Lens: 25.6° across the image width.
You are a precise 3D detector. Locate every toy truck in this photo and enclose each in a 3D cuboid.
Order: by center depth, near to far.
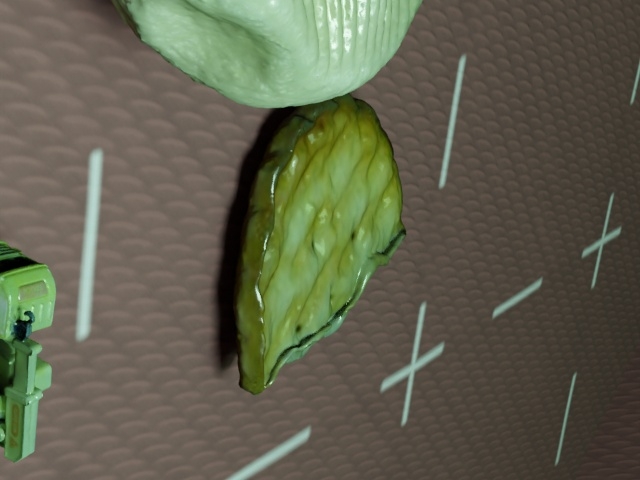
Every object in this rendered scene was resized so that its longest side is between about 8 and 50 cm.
[{"bbox_3d":[-0.253,0.091,1.097,0.077,0.100,0.168,-16,121,-60],"label":"toy truck"}]

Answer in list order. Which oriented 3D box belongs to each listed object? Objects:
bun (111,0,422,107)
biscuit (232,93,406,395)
[{"bbox_3d":[-0.043,-0.286,1.103,0.352,0.227,0.349,-44,142,-37],"label":"bun"},{"bbox_3d":[0.000,0.000,1.533,0.335,0.078,0.329,4,100,-62],"label":"biscuit"}]
